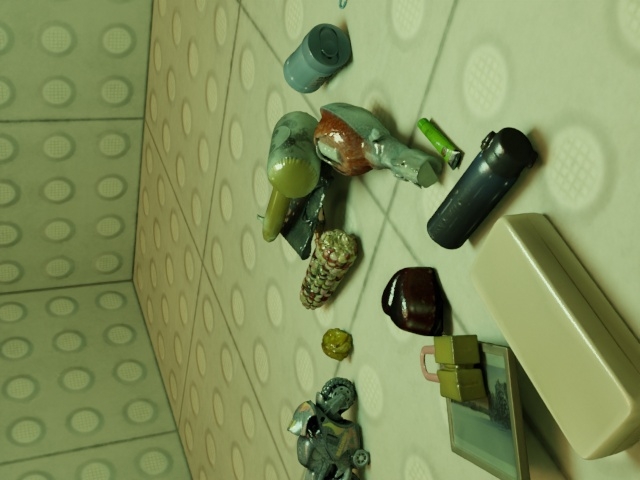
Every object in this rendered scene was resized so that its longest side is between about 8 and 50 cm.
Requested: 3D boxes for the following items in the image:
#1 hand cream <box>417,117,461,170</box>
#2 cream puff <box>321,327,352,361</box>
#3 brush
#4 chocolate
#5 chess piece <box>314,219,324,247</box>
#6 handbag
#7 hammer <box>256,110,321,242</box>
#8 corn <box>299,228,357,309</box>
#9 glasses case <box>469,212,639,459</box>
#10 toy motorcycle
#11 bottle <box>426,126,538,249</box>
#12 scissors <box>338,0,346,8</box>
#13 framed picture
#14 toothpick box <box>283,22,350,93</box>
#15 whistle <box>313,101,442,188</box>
[{"bbox_3d":[0.206,-0.171,1.348,0.122,0.023,0.036,57,141,39],"label":"hand cream"},{"bbox_3d":[0.033,0.237,1.774,0.083,0.058,0.083,111,147,-41],"label":"cream puff"},{"bbox_3d":[0.210,0.209,1.309,0.233,0.047,0.103,143,121,-78],"label":"brush"},{"bbox_3d":[0.163,0.109,1.416,0.148,0.080,0.125,-123,38,-61],"label":"chocolate"},{"bbox_3d":[0.000,0.000,1.833,0.035,0.035,0.092,-18,82,65],"label":"chess piece"},{"bbox_3d":[-0.025,-0.102,1.738,0.175,0.089,0.270,36,114,63],"label":"handbag"},{"bbox_3d":[-0.078,-0.113,1.668,0.201,0.113,0.305,-82,10,-46],"label":"hammer"},{"bbox_3d":[0.014,0.072,1.758,0.280,0.092,0.092,112,144,-55],"label":"corn"},{"bbox_3d":[0.329,0.121,1.068,0.144,0.076,0.336,111,145,-44],"label":"glasses case"},{"bbox_3d":[0.010,0.463,1.736,0.108,0.174,0.307,177,89,-65],"label":"toy motorcycle"},{"bbox_3d":[0.245,-0.080,1.214,0.082,0.072,0.244,36,142,4],"label":"bottle"},{"bbox_3d":[0.053,-0.539,1.620,0.119,0.014,0.058,121,136,-58],"label":"scissors"},{"bbox_3d":[0.257,0.265,1.256,0.289,0.016,0.213,166,98,-79],"label":"framed picture"},{"bbox_3d":[-0.009,-0.392,1.686,0.153,0.101,0.101,154,108,-66],"label":"toothpick box"},{"bbox_3d":[0.094,-0.175,1.480,0.346,0.134,0.142,34,141,50],"label":"whistle"}]
